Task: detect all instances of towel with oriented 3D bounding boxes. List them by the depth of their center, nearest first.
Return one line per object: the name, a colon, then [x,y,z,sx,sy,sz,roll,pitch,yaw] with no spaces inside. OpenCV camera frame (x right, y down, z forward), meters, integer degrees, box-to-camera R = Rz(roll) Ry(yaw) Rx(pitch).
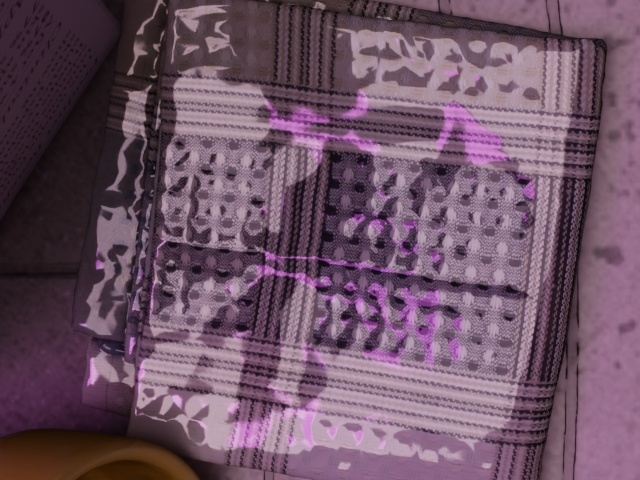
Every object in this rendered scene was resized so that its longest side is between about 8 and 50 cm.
towel: [0.000,0.000,0.917,0.324,0.056,0.312,10,100,14]

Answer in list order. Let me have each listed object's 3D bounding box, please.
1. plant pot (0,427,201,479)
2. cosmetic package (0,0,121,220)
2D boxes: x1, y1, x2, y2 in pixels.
plant pot: [-0.224,0.241,0.925,0.239,0.254,0.254,2,99,30]
cosmetic package: [-0.336,-0.085,0.729,0.327,0.394,0.329,33,89,-2]
